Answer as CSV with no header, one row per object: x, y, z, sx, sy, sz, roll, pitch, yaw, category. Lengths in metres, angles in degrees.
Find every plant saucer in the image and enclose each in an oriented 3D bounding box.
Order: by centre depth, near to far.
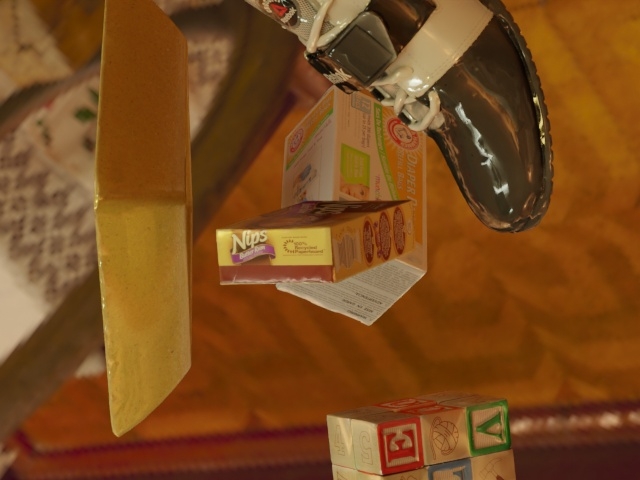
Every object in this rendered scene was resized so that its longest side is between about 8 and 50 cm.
-0.165,-0.035,1.801,0.081,0.333,0.332,0,135,-3,plant saucer

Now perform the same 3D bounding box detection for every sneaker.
0.028,-0.141,1.169,0.330,0.146,0.122,65,157,7,sneaker

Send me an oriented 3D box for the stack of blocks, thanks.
0.114,0.281,1.574,0.087,0.171,0.297,0,98,62,stack of blocks

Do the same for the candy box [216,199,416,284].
0.000,0.000,1.621,0.109,0.187,0.053,-1,99,25,candy box

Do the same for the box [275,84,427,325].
0.032,-0.038,1.840,0.114,0.203,0.103,23,136,-23,box
